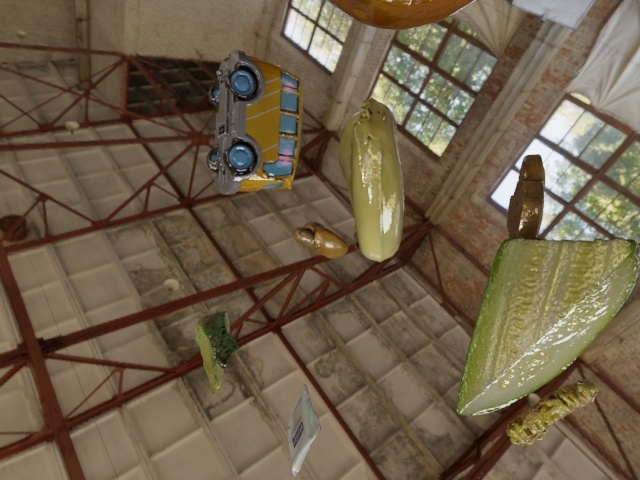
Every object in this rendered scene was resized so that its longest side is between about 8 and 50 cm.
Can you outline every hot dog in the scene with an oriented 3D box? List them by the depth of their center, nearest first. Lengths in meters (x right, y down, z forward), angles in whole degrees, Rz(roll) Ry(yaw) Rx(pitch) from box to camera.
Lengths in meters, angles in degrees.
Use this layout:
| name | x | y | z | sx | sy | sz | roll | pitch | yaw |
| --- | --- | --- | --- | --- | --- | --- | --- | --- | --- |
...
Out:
| name | x | y | z | sx | sy | sz | roll | pitch | yaw |
| --- | --- | --- | --- | --- | --- | --- | --- | --- | --- |
| hot dog | 0.002 | 0.001 | 0.836 | 0.090 | 0.060 | 0.140 | 31 | 174 | 26 |

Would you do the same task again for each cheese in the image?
| name | x | y | z | sx | sy | sz | roll | pitch | yaw |
| --- | --- | --- | --- | --- | --- | --- | --- | --- | --- |
| cheese | 0.112 | -0.138 | 0.859 | 0.128 | 0.316 | 0.259 | -11 | -141 | 1 |

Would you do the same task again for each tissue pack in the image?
| name | x | y | z | sx | sy | sz | roll | pitch | yaw |
| --- | --- | --- | --- | --- | --- | --- | --- | --- | --- |
| tissue pack | -0.044 | 0.435 | 0.935 | 0.026 | 0.193 | 0.122 | 9 | -149 | -18 |

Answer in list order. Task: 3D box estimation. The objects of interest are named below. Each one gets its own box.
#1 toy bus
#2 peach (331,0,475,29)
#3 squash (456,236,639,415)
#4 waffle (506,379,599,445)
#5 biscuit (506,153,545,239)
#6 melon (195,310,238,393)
| name | x | y | z | sx | sy | sz | roll | pitch | yaw |
| --- | --- | --- | --- | --- | --- | --- | --- | --- | --- |
| toy bus | -0.099 | -0.175 | 0.648 | 0.136 | 0.210 | 0.126 | 1 | -174 | -29 |
| peach | 0.111 | -0.477 | 0.544 | 0.342 | 0.343 | 0.302 | 2 | -95 | -26 |
| squash | 0.333 | 0.144 | 0.584 | 0.111 | 0.289 | 0.203 | 20 | 172 | -27 |
| waffle | 0.447 | 0.335 | 0.797 | 0.149 | 0.194 | 0.051 | 21 | -153 | -46 |
| biscuit | 0.397 | -0.064 | 0.796 | 0.047 | 0.183 | 0.320 | 11 | 179 | 19 |
| melon | -0.141 | 0.148 | 0.538 | 0.053 | 0.262 | 0.114 | 4 | -106 | -15 |
